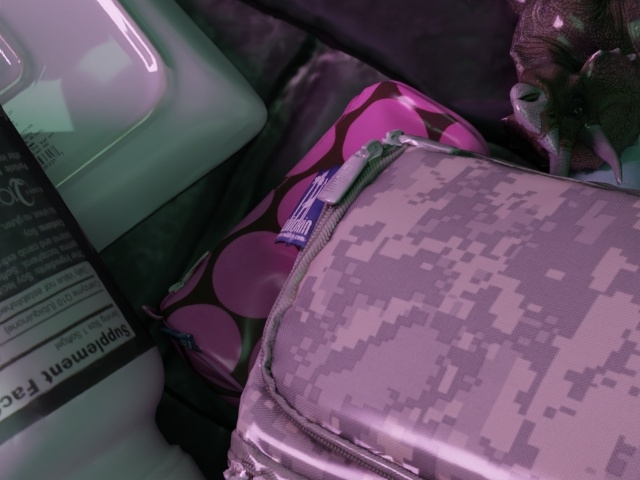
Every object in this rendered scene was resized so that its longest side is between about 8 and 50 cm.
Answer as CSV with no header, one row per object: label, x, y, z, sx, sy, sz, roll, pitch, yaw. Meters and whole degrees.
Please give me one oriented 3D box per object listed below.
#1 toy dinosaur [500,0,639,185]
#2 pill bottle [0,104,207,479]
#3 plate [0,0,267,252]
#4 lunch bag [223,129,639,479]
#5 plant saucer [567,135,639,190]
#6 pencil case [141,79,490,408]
toy dinosaur,0.195,-0.144,0.631,0.313,0.121,0.160,-32,86,-24
pill bottle,-0.177,0.051,0.495,0.162,0.162,0.278,-33,91,-9
plate,-0.219,-0.101,0.619,0.277,0.045,0.278,-38,83,-11
lunch bag,0.112,0.099,0.445,0.305,0.212,0.256,17,92,39
plant saucer,0.238,-0.003,0.613,0.195,0.037,0.195,2,67,-4
pencil case,0.000,0.000,0.590,0.098,0.095,0.209,38,76,21
